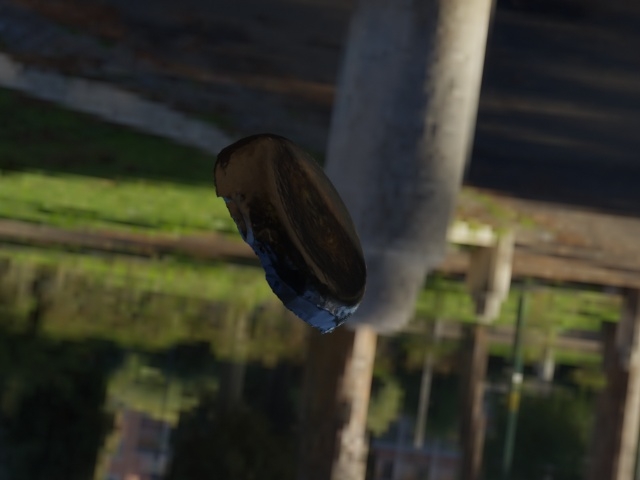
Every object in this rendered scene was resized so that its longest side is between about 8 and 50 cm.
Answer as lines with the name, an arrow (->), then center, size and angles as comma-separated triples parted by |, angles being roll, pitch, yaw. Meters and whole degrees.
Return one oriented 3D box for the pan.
pan -> 0.003, -0.001, 1.090 | 0.040, 0.115, 0.212 | -27, 167, 14
